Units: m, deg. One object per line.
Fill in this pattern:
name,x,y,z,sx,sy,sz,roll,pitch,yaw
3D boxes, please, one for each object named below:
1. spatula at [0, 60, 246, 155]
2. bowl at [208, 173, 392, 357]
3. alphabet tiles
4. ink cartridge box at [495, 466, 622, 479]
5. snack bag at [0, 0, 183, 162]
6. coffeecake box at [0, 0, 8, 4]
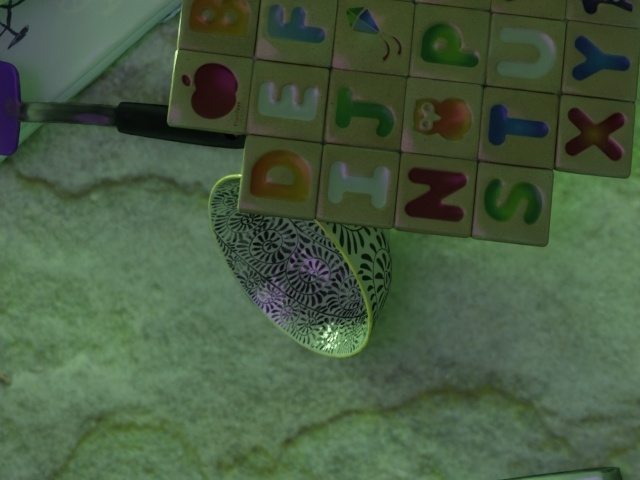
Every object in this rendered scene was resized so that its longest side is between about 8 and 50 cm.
spatula,-0.193,-0.105,1.644,0.296,0.030,0.084,6,103,14
bowl,0.000,0.000,1.525,0.170,0.080,0.170,34,147,26
alphabet tiles,0.066,-0.147,1.455,0.342,0.011,0.285,6,80,-2
ink cartridge box,0.125,0.278,1.487,0.232,0.066,0.189,-10,84,20
snack bag,-0.286,-0.257,1.706,0.323,0.037,0.342,-38,74,18
coffeecake box,-0.310,-0.263,1.659,0.185,0.068,0.142,-23,81,21
